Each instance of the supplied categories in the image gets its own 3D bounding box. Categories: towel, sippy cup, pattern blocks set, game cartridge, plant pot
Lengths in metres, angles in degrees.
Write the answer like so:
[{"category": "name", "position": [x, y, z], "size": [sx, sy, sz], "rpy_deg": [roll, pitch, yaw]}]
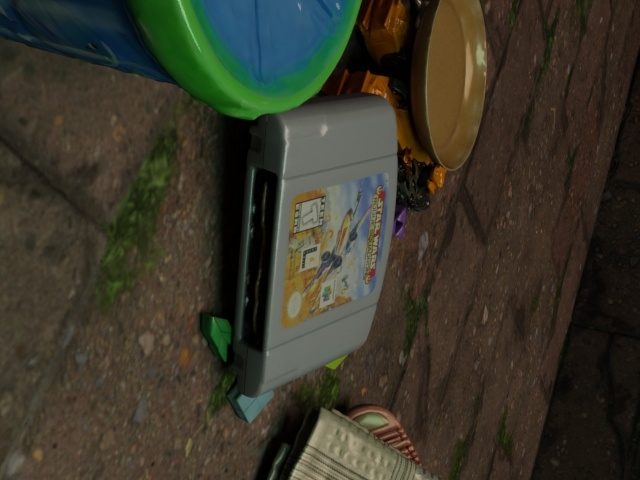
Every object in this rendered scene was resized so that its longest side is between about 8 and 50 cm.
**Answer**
[{"category": "towel", "position": [0.026, 0.393, 1.104], "size": [0.324, 0.056, 0.312], "rpy_deg": [39, 70, -35]}, {"category": "sippy cup", "position": [-0.115, -0.202, 0.541], "size": [0.240, 0.224, 0.305], "rpy_deg": [-44, 137, -51]}, {"category": "pattern blocks set", "position": [-0.008, 0.035, 0.998], "size": [0.325, 0.026, 0.285], "rpy_deg": [-40, 136, -35]}, {"category": "game cartridge", "position": [0.000, 0.000, 0.924], "size": [0.198, 0.062, 0.297], "rpy_deg": [-15, 119, -44]}, {"category": "plant pot", "position": [0.159, -0.206, 1.119], "size": [0.236, 0.032, 0.236], "rpy_deg": [-21, 114, -61]}]

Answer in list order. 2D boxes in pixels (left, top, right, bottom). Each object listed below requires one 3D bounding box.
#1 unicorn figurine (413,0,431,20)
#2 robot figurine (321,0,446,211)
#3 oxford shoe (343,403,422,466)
[{"category": "unicorn figurine", "position": [0.156, -0.313, 1.227], "size": [0.111, 0.060, 0.161], "rpy_deg": [12, 76, -72]}, {"category": "robot figurine", "position": [0.102, -0.164, 1.147], "size": [0.291, 0.085, 0.211], "rpy_deg": [50, 55, -56]}, {"category": "oxford shoe", "position": [0.080, 0.397, 1.293], "size": [0.146, 0.141, 0.396], "rpy_deg": [-126, -156, -69]}]
